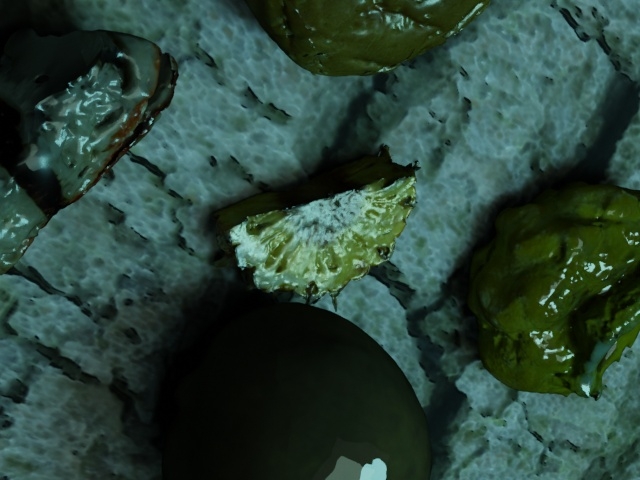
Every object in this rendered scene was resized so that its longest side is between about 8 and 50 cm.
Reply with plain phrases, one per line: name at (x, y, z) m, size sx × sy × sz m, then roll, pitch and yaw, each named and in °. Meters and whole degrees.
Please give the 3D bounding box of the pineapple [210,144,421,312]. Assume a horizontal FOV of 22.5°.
pineapple at (0.000, 0.000, 1.663) m, size 0.233 × 0.079 × 0.135 m, roll -21°, pitch 117°, yaw -18°

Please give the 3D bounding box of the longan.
longan at (-0.023, 0.210, 1.619) m, size 0.297 × 0.297 × 0.297 m, roll -17°, pitch 124°, yaw -27°

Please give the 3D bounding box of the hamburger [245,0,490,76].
hamburger at (0.049, -0.280, 1.456) m, size 0.265 × 0.134 × 0.285 m, roll -30°, pitch 143°, yaw 5°

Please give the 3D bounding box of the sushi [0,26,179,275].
sushi at (-0.272, -0.075, 1.388) m, size 0.332 × 0.124 × 0.130 m, roll -46°, pitch 143°, yaw -7°

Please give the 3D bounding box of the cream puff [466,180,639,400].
cream puff at (0.306, 0.066, 1.845) m, size 0.282 × 0.185 × 0.281 m, roll -14°, pitch 121°, yaw -25°
